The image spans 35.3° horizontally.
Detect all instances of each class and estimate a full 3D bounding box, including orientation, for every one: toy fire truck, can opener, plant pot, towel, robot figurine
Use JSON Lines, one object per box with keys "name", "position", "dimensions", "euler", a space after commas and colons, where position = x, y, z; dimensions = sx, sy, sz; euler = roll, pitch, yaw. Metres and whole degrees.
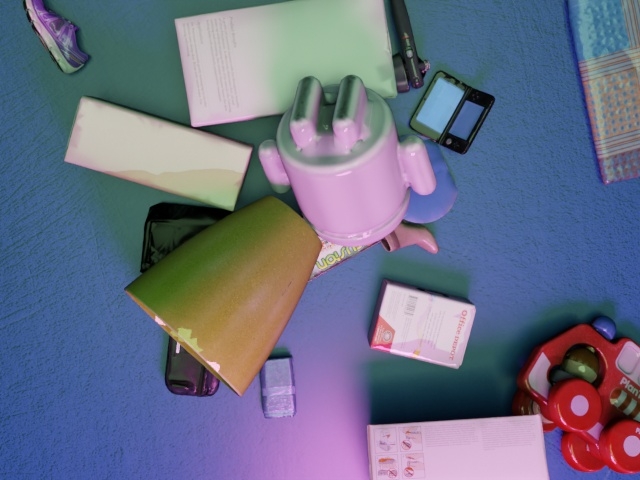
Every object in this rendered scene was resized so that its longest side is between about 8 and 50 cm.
{"name": "toy fire truck", "position": [0.526, 0.285, 1.904], "dimensions": [0.302, 0.169, 0.254], "euler": [39, 70, -7]}
{"name": "can opener", "position": [0.155, -0.366, 1.844], "dimensions": [0.073, 0.059, 0.186], "euler": [-10, 98, -1]}
{"name": "plant pot", "position": [-0.140, 0.073, 1.761], "dimensions": [0.275, 0.275, 0.293], "euler": [44, 78, -7]}
{"name": "towel", "position": [-0.081, 0.280, 1.927], "dimensions": [0.067, 0.029, 0.120], "euler": [-3, 98, -2]}
{"name": "towel", "position": [0.621, -0.314, 1.883], "dimensions": [0.271, 0.040, 0.370], "euler": [-13, 99, 0]}
{"name": "robot figurine", "position": [0.045, -0.124, 1.718], "dimensions": [0.299, 0.353, 0.200], "euler": [4, 56, 17]}

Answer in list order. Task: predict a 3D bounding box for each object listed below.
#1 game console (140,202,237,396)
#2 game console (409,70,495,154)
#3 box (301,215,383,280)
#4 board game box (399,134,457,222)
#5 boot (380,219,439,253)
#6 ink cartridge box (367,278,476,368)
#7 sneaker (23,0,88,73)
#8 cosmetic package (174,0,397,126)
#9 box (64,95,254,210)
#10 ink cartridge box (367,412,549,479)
{"name": "game console", "position": [-0.239, 0.115, 1.894], "dimensions": [0.213, 0.044, 0.362], "euler": [7, 95, -3]}
{"name": "game console", "position": [0.243, -0.236, 1.857], "dimensions": [0.071, 0.107, 0.122], "euler": [24, 96, -40]}
{"name": "box", "position": [0.000, 0.000, 1.893], "dimensions": [0.207, 0.036, 0.114], "euler": [-29, 97, 1]}
{"name": "board game box", "position": [0.177, -0.113, 1.884], "dimensions": [0.133, 0.033, 0.169], "euler": [-22, 88, -22]}
{"name": "boot", "position": [0.156, -0.004, 1.879], "dimensions": [0.087, 0.042, 0.118], "euler": [-35, 79, -33]}
{"name": "ink cartridge box", "position": [0.190, 0.157, 1.901], "dimensions": [0.175, 0.072, 0.128], "euler": [14, 96, -4]}
{"name": "sneaker", "position": [-0.481, -0.387, 1.823], "dimensions": [0.071, 0.068, 0.170], "euler": [-34, 106, -13]}
{"name": "cosmetic package", "position": [-0.061, -0.322, 1.793], "dimensions": [0.365, 0.155, 0.197], "euler": [-8, 98, -2]}
{"name": "box", "position": [-0.284, -0.158, 1.809], "dimensions": [0.311, 0.148, 0.121], "euler": [17, 96, -3]}
{"name": "ink cartridge box", "position": [0.247, 0.422, 1.872], "dimensions": [0.309, 0.272, 0.130], "euler": [-4, 67, 3]}
